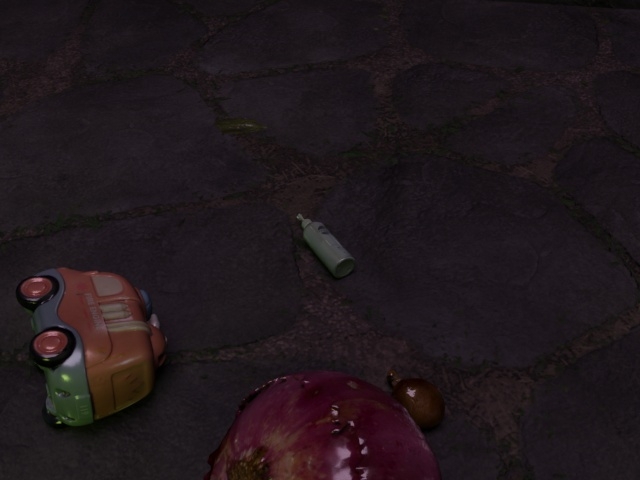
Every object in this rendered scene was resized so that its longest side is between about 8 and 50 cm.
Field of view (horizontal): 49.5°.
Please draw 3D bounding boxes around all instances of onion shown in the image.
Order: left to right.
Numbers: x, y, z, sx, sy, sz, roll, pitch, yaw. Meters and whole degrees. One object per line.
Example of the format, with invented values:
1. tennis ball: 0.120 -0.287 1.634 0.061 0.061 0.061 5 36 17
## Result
1. onion: 0.010 0.368 0.919 0.345 0.358 0.358 42 47 -14

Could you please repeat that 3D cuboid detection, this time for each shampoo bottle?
1. shampoo bottle: 0.000 0.000 1.467 0.056 0.056 0.195 -25 48 -20

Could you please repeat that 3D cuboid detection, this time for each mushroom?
1. mushroom: 0.147 0.263 1.174 0.088 0.073 0.129 -51 50 2

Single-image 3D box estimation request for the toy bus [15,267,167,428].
1. toy bus: -0.397 0.173 1.225 0.232 0.194 0.287 -13 44 -21
